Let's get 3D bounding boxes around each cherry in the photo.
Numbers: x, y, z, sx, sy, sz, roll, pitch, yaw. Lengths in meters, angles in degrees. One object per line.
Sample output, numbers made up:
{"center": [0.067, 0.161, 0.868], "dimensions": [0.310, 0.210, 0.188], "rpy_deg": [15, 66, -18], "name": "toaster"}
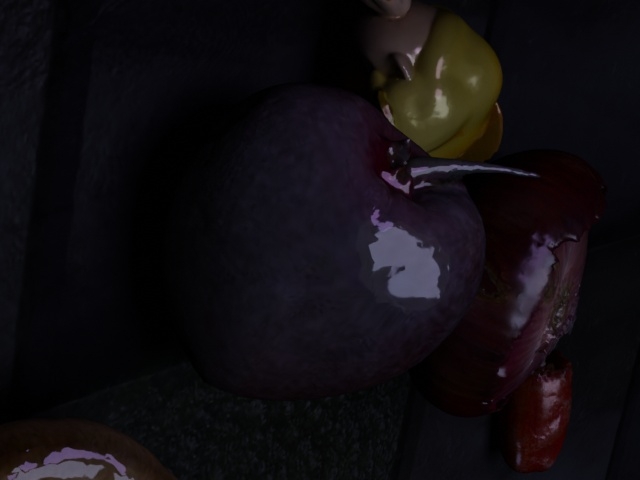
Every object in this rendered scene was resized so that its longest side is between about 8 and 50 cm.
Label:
{"center": [0.000, 0.000, 1.070], "dimensions": [0.266, 0.213, 0.183], "rpy_deg": [-45, -173, 14], "name": "cherry"}

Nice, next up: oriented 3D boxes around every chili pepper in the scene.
{"center": [0.220, 0.177, 1.609], "dimensions": [0.073, 0.070, 0.123], "rpy_deg": [-43, 140, -59], "name": "chili pepper"}

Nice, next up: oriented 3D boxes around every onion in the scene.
{"center": [0.153, 0.032, 1.346], "dimensions": [0.248, 0.161, 0.248], "rpy_deg": [-34, 144, -30], "name": "onion"}

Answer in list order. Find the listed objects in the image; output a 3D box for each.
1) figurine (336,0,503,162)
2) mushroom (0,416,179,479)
{"center": [0.061, -0.151, 1.153], "dimensions": [0.156, 0.131, 0.246], "rpy_deg": [-81, 158, -52], "name": "figurine"}
{"center": [-0.187, 0.246, 0.985], "dimensions": [0.278, 0.146, 0.278], "rpy_deg": [-7, 102, -33], "name": "mushroom"}
